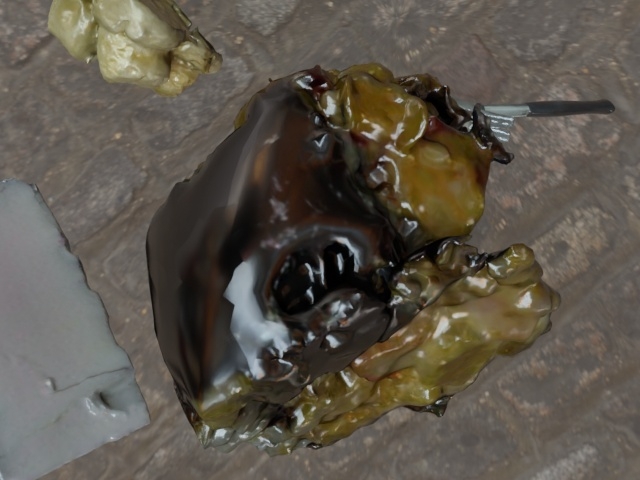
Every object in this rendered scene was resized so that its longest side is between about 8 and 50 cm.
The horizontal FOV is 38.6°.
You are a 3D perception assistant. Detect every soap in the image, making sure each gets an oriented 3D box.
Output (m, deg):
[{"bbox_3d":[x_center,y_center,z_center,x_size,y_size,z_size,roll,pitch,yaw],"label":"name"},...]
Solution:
[{"bbox_3d":[-0.303,0.076,0.913,0.159,0.258,0.302,-19,92,-25],"label":"soap"}]

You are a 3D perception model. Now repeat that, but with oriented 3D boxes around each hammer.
[{"bbox_3d":[0.238,-0.141,1.001,0.246,0.103,0.029,-6,121,-31],"label":"hammer"}]

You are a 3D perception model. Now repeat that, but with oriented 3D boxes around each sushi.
[{"bbox_3d":[0.007,-0.003,0.504,0.200,0.213,0.204,-24,62,3],"label":"sushi"}]

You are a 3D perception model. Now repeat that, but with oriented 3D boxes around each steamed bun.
[{"bbox_3d":[-0.220,-0.238,1.026,0.106,0.177,0.192,-46,80,11],"label":"steamed bun"}]
